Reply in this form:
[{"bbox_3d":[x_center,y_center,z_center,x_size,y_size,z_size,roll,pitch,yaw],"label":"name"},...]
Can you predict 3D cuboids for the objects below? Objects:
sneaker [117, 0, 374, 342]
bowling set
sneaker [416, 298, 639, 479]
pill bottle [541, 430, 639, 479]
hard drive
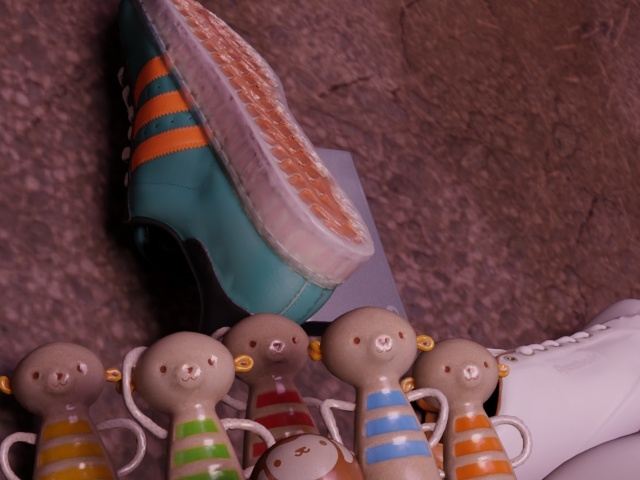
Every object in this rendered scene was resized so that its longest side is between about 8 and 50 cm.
[{"bbox_3d":[-0.079,-0.051,1.087,0.108,0.121,0.302,32,20,-41],"label":"sneaker"},{"bbox_3d":[-0.009,0.089,0.889,0.287,0.200,0.154,-6,72,-16],"label":"bowling set"},{"bbox_3d":[0.142,0.094,1.172,0.123,0.106,0.290,51,41,-4],"label":"sneaker"},{"bbox_3d":[0.288,0.212,1.101,0.407,0.229,0.229,-1,60,-56],"label":"pill bottle"},{"bbox_3d":[0.000,0.000,1.178,0.094,0.022,0.135,5,58,-41],"label":"hard drive"}]
